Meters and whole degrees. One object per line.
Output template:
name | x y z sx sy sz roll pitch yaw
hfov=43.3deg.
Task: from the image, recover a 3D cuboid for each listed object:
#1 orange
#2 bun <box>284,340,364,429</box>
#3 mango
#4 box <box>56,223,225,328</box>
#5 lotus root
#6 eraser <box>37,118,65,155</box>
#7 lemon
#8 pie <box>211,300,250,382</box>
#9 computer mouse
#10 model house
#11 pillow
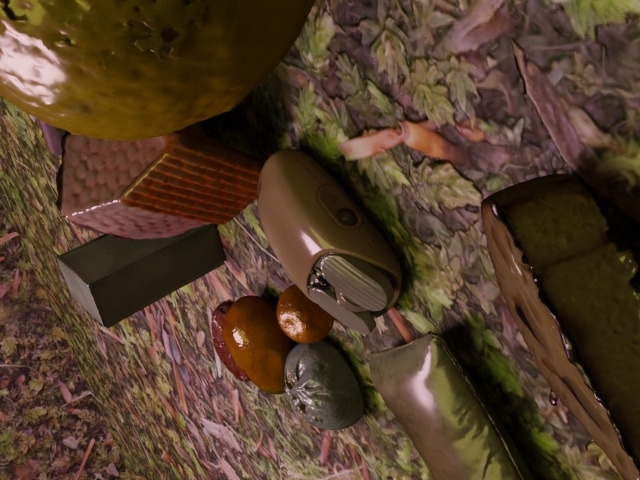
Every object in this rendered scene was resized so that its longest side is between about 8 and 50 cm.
orange | -0.019 0.097 1.082 0.083 0.070 0.083 26 133 31
bun | -0.004 0.212 1.150 0.141 0.083 0.141 44 150 34
mango | -0.096 0.160 1.256 0.115 0.089 0.165 22 138 37
box | -0.286 0.032 1.299 0.129 0.225 0.086 27 138 47
lotus root | 0.205 0.075 0.632 0.170 0.074 0.261 113 133 -85
eraser | -0.437 -0.350 1.237 0.272 0.122 0.359 55 161 34
lemon | -0.167 -0.259 0.712 0.350 0.349 0.387 56 175 8
pie | -0.148 0.176 1.402 0.153 0.038 0.154 38 142 37
computer mouse | 0.000 0.000 0.950 0.236 0.082 0.145 53 151 17
model house | -0.186 -0.133 1.050 0.237 0.202 0.237 -9 71 37
pillow | 0.164 0.247 0.911 0.302 0.075 0.185 60 154 5
